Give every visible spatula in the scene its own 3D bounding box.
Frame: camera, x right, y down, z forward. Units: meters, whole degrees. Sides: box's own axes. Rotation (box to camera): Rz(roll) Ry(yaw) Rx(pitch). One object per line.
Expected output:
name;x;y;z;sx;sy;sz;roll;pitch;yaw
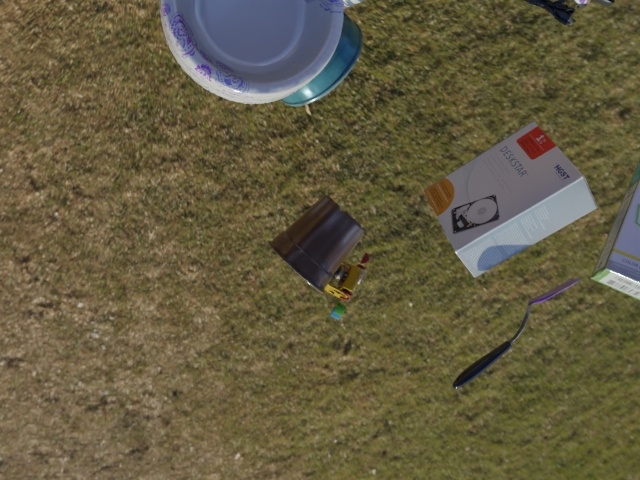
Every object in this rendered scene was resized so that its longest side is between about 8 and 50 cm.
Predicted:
spatula;0.343;0.159;0.996;0.296;0.084;0.030;-44;81;-4

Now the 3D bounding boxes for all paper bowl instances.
paper bowl;-0.115;-0.367;0.922;0.284;0.148;0.284;-1;94;-17

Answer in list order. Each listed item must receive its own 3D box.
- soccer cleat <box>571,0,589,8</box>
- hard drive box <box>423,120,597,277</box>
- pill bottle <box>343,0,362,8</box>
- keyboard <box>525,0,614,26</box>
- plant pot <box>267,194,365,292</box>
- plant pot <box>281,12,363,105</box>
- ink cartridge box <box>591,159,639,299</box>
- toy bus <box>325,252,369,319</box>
soccer cleat;0.657;-0.663;1.405;0.116;0.109;0.318;-35;170;34
hard drive box;0.323;-0.074;0.995;0.232;0.181;0.089;-33;129;15
pill bottle;0.103;-0.700;1.521;0.180;0.108;0.108;-9;131;32
keyboard;0.390;-0.498;1.022;0.317;0.033;0.202;21;75;-4
plant pot;0.000;0.000;1.238;0.165;0.167;0.167;-47;122;1
plant pot;-0.076;-0.517;1.377;0.271;0.272;0.255;-41;133;10
ink cartridge box;0.476;-0.020;0.790;0.209;0.109;0.062;-61;167;-14
toy bus;0.061;0.111;1.688;0.104;0.191;0.202;27;120;2
